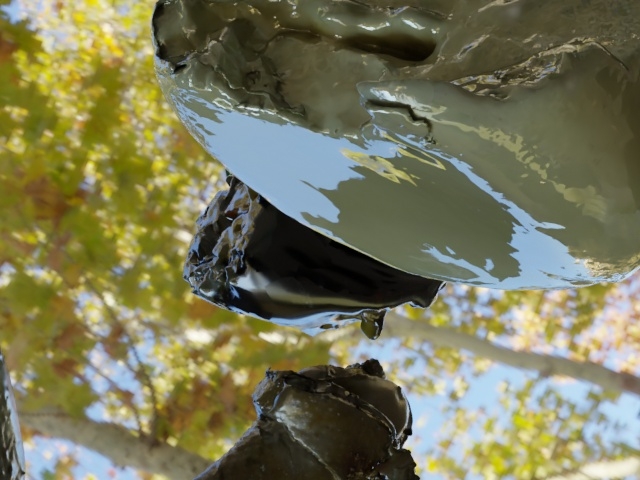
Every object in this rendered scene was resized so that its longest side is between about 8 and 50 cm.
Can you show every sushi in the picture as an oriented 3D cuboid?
[{"bbox_3d":[0.003,-0.007,1.205,0.204,0.213,0.200,23,-99,-25],"label":"sushi"}]

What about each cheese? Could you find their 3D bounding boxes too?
[{"bbox_3d":[0.050,-0.067,0.613,0.233,0.266,0.127,38,-111,-54],"label":"cheese"}]

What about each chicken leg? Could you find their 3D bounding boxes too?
[{"bbox_3d":[-0.020,0.146,0.849,0.196,0.080,0.125,-10,-91,-27],"label":"chicken leg"}]

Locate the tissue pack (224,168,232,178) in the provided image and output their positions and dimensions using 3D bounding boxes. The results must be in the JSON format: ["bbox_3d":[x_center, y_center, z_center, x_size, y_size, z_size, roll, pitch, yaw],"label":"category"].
[{"bbox_3d":[-0.015,-0.154,1.644,0.148,0.156,0.209,12,-39,-40],"label":"tissue pack"}]

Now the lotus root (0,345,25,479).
[{"bbox_3d":[-0.293,0.132,0.849,0.173,0.173,0.309,-21,-78,-41],"label":"lotus root"}]
